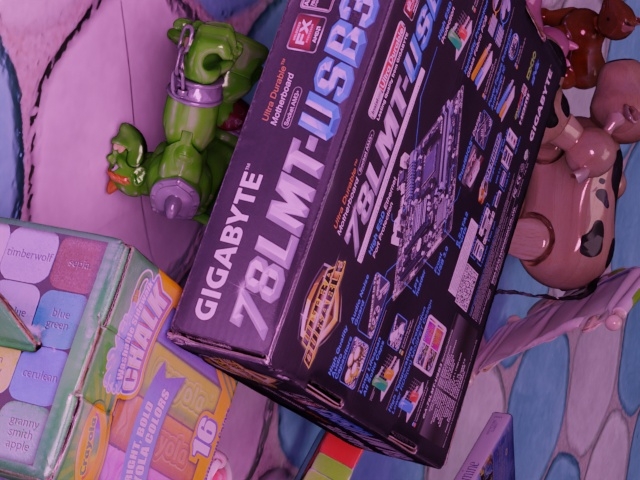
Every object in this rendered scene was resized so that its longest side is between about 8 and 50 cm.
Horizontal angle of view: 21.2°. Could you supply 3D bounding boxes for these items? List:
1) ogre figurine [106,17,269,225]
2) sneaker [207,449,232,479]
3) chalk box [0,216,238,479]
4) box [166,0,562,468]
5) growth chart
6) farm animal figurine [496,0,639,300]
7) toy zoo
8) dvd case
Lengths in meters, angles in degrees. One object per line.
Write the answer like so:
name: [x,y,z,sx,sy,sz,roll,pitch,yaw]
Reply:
ogre figurine: [-0.072,-0.069,1.046,0.197,0.097,0.118,-164,-90,-70]
sneaker: [-0.101,0.146,1.114,0.134,0.070,0.051,39,66,-62]
chalk box: [-0.150,0.069,0.903,0.213,0.132,0.132,45,59,-60]
box: [0.044,-0.034,1.021,0.293,0.073,0.295,37,68,-61]
growth chart: [0.238,0.075,1.686,0.172,0.237,0.021,-38,97,-45]
farm animal figurine: [0.239,-0.095,1.626,0.330,0.172,0.326,-28,125,-60]
toy zoo: [0.030,0.125,1.302,0.293,0.030,0.192,-61,178,-23]
dvd case: [0.122,0.286,1.457,0.253,0.022,0.180,-49,140,-55]
